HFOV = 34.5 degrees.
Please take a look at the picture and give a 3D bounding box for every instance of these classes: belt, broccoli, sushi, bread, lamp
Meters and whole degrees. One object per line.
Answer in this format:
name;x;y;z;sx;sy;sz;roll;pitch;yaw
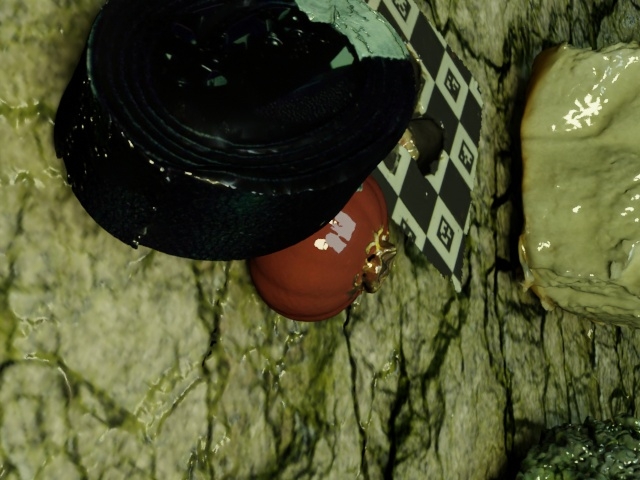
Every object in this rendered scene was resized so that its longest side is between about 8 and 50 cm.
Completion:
belt;-0.039;-0.074;0.532;0.198;0.078;0.151;-27;75;-39
broccoli;0.249;0.294;0.873;0.165;0.146;0.304;-36;117;-48
sushi;0.042;-0.092;0.722;0.210;0.040;0.192;43;47;-39
bread;0.319;-0.042;0.932;0.279;0.225;0.250;25;68;-54
lamp;0.000;0.000;0.614;0.101;0.090;0.101;-61;170;-18
